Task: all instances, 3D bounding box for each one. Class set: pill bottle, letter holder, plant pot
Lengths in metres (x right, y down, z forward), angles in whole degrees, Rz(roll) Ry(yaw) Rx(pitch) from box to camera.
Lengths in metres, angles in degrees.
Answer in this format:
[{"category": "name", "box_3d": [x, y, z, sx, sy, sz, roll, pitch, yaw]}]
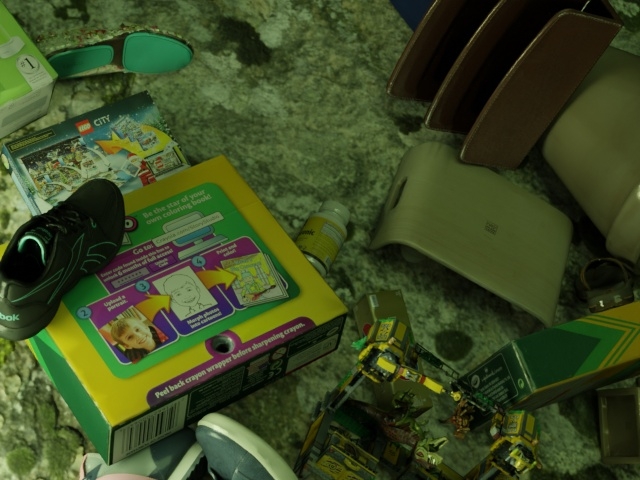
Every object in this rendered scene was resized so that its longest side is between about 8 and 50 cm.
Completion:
[{"category": "pill bottle", "box_3d": [0.000, 0.000, 1.941, 0.065, 0.065, 0.116, 32, 59, -5]}, {"category": "letter holder", "box_3d": [0.261, -0.272, 1.985, 0.214, 0.302, 0.152, 6, 44, -32]}, {"category": "plant pot", "box_3d": [0.490, -0.155, 2.079, 0.280, 0.323, 0.323, 42, 58, 19]}]

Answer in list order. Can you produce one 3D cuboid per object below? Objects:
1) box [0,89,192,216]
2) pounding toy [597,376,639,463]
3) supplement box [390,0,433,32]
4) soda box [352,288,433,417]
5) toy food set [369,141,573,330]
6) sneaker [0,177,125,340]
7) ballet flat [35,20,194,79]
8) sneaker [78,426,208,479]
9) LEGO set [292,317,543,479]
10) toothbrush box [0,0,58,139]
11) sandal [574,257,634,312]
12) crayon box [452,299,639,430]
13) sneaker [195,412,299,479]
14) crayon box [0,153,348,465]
[{"category": "box", "box_3d": [-0.311, -0.102, 1.883, 0.233, 0.044, 0.159, -25, 77, -28]}, {"category": "pounding toy", "box_3d": [0.477, 0.264, 1.975, 0.100, 0.141, 0.130, 1, 81, -20]}, {"category": "supplement box", "box_3d": [0.305, -0.469, 2.190, 0.357, 0.195, 0.194, -32, 81, -29]}, {"category": "soda box", "box_3d": [0.102, 0.166, 1.906, 0.058, 0.061, 0.181, -5, 69, -23]}, {"category": "toy food set", "box_3d": [0.238, 0.004, 2.027, 0.306, 0.092, 0.219, 29, 49, -8]}, {"category": "sneaker", "box_3d": [-0.323, 0.006, 1.663, 0.101, 0.106, 0.267, 21, 50, 10]}, {"category": "ballet flat", "box_3d": [-0.306, -0.288, 1.951, 0.241, 0.091, 0.077, -7, 47, -27]}, {"category": "sneaker", "box_3d": [-0.275, 0.344, 1.673, 0.131, 0.112, 0.319, 34, 53, 14]}, {"category": "LEGO set", "box_3d": [0.121, 0.285, 1.747, 0.331, 0.255, 0.192, 42, 32, -11]}, {"category": "toothbrush box", "box_3d": [-0.531, -0.262, 1.828, 0.206, 0.122, 0.283, -35, 83, -29]}, {"category": "sandal", "box_3d": [0.420, 0.059, 1.993, 0.090, 0.219, 0.060, -20, 95, 13]}, {"category": "crayon box", "box_3d": [0.376, 0.171, 1.925, 0.323, 0.203, 0.083, -13, 72, -25]}, {"category": "sneaker", "box_3d": [-0.079, 0.385, 1.662, 0.148, 0.131, 0.350, -37, 102, -25]}, {"category": "crayon box", "box_3d": [-0.202, 0.079, 1.765, 0.363, 0.106, 0.313, -24, 60, -28]}]
